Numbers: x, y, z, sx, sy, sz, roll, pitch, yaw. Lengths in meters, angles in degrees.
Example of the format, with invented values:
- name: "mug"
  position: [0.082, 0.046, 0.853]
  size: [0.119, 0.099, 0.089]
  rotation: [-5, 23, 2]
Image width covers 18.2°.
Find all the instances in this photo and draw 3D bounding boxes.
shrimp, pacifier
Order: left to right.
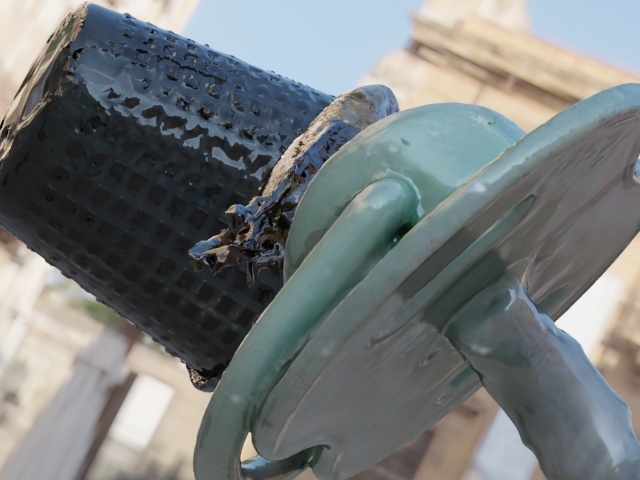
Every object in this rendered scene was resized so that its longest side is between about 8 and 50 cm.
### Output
- name: "shrimp"
  position: [0.000, 0.000, 0.693]
  size: [0.034, 0.091, 0.161]
  rotation: [10, 20, 19]
- name: "pacifier"
  position: [0.041, 0.034, 0.420]
  size: [0.117, 0.126, 0.150]
  rotation: [51, -5, 14]

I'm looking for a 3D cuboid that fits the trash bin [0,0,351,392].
- name: "trash bin"
  position: [-0.084, -0.032, 1.020]
  size: [0.161, 0.175, 0.175]
  rotation: [28, -15, -14]
